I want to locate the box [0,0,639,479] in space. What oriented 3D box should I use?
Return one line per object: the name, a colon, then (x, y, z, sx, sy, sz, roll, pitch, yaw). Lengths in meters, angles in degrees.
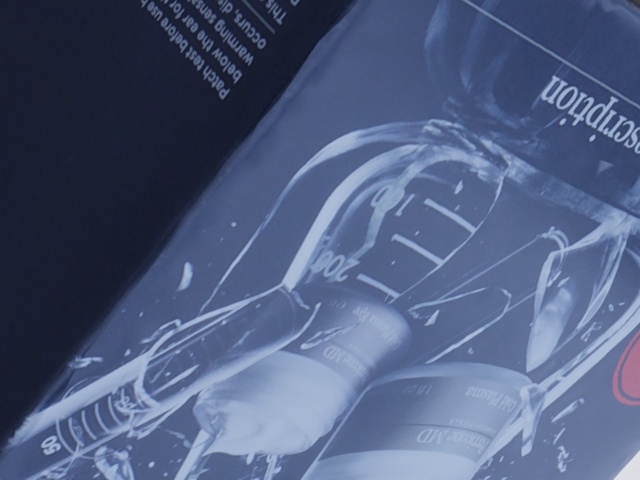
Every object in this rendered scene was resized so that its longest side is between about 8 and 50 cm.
box: (0.000, 0.000, 0.728, 0.312, 0.179, 0.343, -51, 143, 16)
